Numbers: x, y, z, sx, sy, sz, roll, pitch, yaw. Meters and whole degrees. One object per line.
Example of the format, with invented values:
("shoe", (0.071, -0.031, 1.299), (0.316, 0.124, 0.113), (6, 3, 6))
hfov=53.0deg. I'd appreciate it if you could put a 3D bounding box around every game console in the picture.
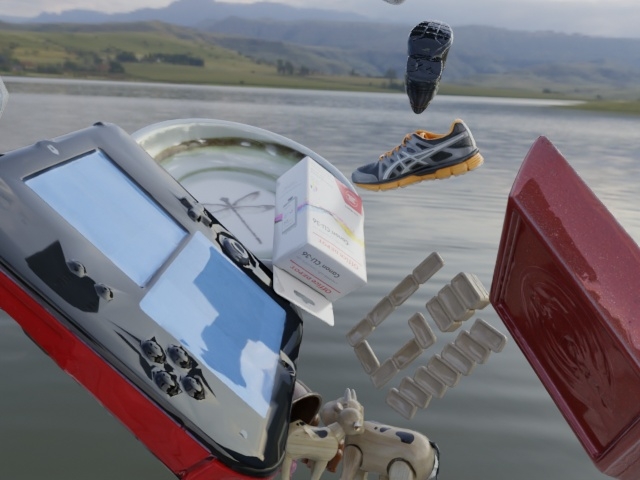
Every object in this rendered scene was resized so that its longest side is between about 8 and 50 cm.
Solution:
("game console", (-0.151, 0.032, 0.625), (0.060, 0.342, 0.386), (-38, 12, 11))

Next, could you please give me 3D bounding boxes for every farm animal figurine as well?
("farm animal figurine", (0.060, 0.362, 1.151), (0.326, 0.172, 0.330), (14, -8, 11))

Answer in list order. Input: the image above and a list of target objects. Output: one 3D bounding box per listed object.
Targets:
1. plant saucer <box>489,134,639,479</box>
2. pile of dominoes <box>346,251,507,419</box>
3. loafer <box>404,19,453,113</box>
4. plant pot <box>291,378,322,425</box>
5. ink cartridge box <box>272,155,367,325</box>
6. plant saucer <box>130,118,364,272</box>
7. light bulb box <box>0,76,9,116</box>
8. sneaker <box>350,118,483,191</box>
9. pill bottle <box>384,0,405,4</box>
("plant saucer", (0.229, 0.081, 0.569), (0.047, 0.259, 0.259), (-23, 58, -6))
("pile of dominoes", (0.173, 0.160, 1.054), (0.040, 0.251, 0.196), (12, 39, -47))
("loafer", (0.145, -0.246, 0.892), (0.062, 0.061, 0.170), (15, 51, 10))
("plant pot", (-0.112, 0.253, 1.050), (0.166, 0.167, 0.165), (-11, 46, -47))
("ink cartridge box", (0.000, 0.000, 0.844), (0.067, 0.198, 0.115), (-32, -50, 31))
("plant saucer", (-0.131, -0.055, 1.026), (0.400, 0.101, 0.401), (13, 35, -9))
("light bulb box", (-0.461, -0.154, 0.406), (0.357, 0.226, 0.361), (8, -28, -3))
("sneaker", (0.147, -0.132, 1.023), (0.214, 0.083, 0.084), (-12, 14, 22))
("pill bottle", (0.150, -0.510, 0.975), (0.153, 0.265, 0.153), (39, 7, -6))
